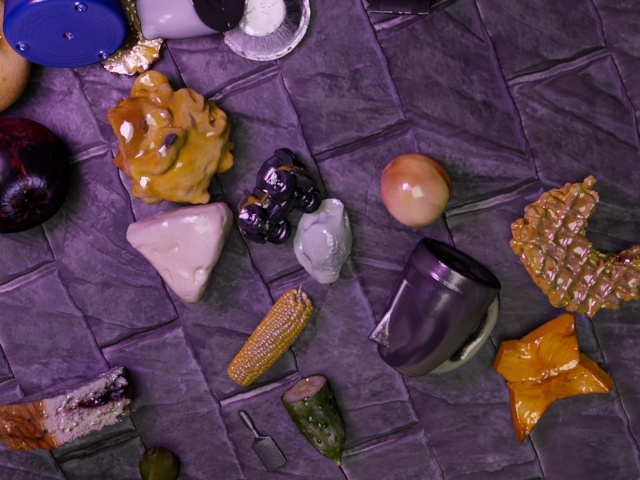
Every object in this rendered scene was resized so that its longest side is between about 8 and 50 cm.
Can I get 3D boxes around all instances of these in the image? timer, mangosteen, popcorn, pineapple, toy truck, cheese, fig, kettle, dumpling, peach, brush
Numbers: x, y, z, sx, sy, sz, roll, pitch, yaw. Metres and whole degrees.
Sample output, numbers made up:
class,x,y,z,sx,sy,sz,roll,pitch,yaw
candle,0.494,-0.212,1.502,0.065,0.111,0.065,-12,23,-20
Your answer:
class,x,y,z,sx,sy,sz,roll,pitch,yaw
timer,-0.605,-0.628,1.756,0.270,0.270,0.383,-16,71,7
mangosteen,-0.763,-0.170,1.846,0.300,0.300,0.300,1,100,4
popcorn,-0.365,-0.229,1.810,0.316,0.281,0.297,29,84,-13
pineapple,-0.478,-0.508,1.874,0.221,0.047,0.221,0,101,1
toy truck,-0.120,-0.109,1.872,0.224,0.147,0.165,-48,54,14
cheese,-0.309,0.012,1.885,0.248,0.173,0.251,-28,96,18
fig,-0.426,0.615,2.004,0.117,0.177,0.117,0,90,-11
kettle,-0.304,-0.574,1.766,0.236,0.161,0.221,2,67,42
dumpling,0.004,0.002,1.892,0.153,0.108,0.219,5,97,3
peach,0.227,-0.124,1.819,0.184,0.184,0.184,1,100,4
kettle,0.295,0.199,1.871,0.321,0.228,0.324,20,109,-31
brush,-0.164,0.537,2.047,0.063,0.016,0.193,-32,97,9

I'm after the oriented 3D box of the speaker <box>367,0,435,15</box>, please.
class,x,y,z,sx,sy,sz,roll,pitch,yaw
speaker,0.191,-0.699,1.714,0.180,0.184,0.388,3,99,4

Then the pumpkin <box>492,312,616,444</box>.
class,x,y,z,sx,sy,sz,roll,pitch,yaw
pumpkin,0.562,0.341,1.909,0.290,0.095,0.258,-32,104,15

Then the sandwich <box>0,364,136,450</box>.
class,x,y,z,sx,sy,sz,roll,pitch,yaw
sandwich,-0.620,0.419,1.927,0.262,0.325,0.131,-16,89,41

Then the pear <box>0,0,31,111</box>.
class,x,y,z,sx,sy,sz,roll,pitch,yaw
pear,-0.850,-0.439,1.763,0.348,0.348,0.348,1,100,4

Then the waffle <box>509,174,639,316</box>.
class,x,y,z,sx,sy,sz,roll,pitch,yaw
waffle,0.625,0.025,1.828,0.261,0.151,0.324,-37,92,14

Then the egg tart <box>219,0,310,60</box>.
class,x,y,z,sx,sy,sz,roll,pitch,yaw
egg tart,-0.141,-0.549,1.813,0.234,0.094,0.234,0,99,2

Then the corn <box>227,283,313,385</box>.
class,x,y,z,sx,sy,sz,roll,pitch,yaw
corn,-0.122,0.250,1.950,0.101,0.101,0.310,37,99,-3

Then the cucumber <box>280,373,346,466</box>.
class,x,y,z,sx,sy,sz,roll,pitch,yaw
cucumber,0.003,0.480,1.974,0.134,0.134,0.244,-22,101,8
